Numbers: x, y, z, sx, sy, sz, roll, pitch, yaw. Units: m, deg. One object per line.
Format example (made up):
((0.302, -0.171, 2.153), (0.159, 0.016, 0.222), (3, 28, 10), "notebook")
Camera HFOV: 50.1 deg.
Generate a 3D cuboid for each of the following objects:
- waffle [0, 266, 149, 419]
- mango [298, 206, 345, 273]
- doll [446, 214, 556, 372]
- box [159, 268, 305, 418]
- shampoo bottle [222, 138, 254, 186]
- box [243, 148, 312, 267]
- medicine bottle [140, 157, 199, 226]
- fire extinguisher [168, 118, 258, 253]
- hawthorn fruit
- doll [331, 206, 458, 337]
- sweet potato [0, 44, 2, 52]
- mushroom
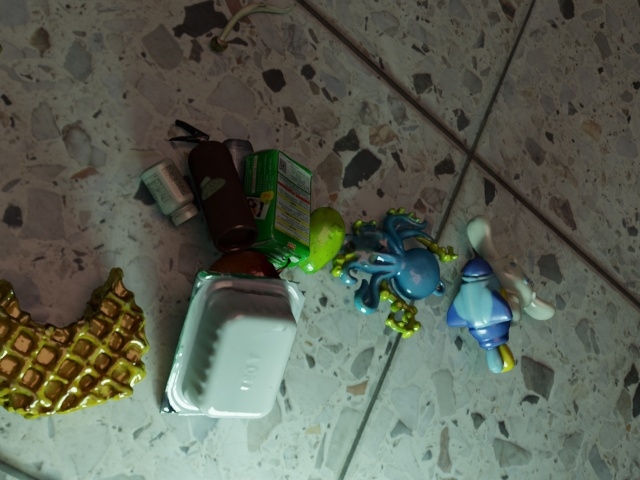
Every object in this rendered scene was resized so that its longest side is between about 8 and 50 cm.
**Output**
((-0.491, 0.195, 1.295), (0.324, 0.151, 0.261), (-6, 77, -32), "waffle")
((0.000, 0.000, 1.690), (0.119, 0.100, 0.179), (35, 69, -24), "mango")
((0.497, 0.162, 1.913), (0.376, 0.187, 0.366), (38, 51, 2), "doll")
((-0.162, 0.241, 1.423), (0.264, 0.106, 0.337), (9, 104, -30), "box")
((-0.191, -0.124, 1.627), (0.087, 0.049, 0.234), (2, 77, -33), "shampoo bottle")
((-0.100, -0.076, 1.606), (0.180, 0.102, 0.250), (32, 54, -53), "box")
((-0.330, -0.106, 1.515), (0.079, 0.079, 0.140), (-35, 96, -34), "medicine bottle")
((-0.248, -0.138, 1.526), (0.137, 0.102, 0.344), (-1, 54, -35), "fire extinguisher")
((-0.151, 0.090, 1.520), (0.193, 0.157, 0.157), (-24, 91, -6), "hawthorn fruit")
((0.188, 0.072, 1.807), (0.341, 0.099, 0.346), (27, 59, -11), "doll")
((-0.769, -0.467, 1.305), (0.336, 0.131, 0.131), (36, 61, -19), "sweet potato")
((-0.179, -0.572, 1.765), (0.306, 0.043, 0.068), (-45, 120, -34), "mushroom")
